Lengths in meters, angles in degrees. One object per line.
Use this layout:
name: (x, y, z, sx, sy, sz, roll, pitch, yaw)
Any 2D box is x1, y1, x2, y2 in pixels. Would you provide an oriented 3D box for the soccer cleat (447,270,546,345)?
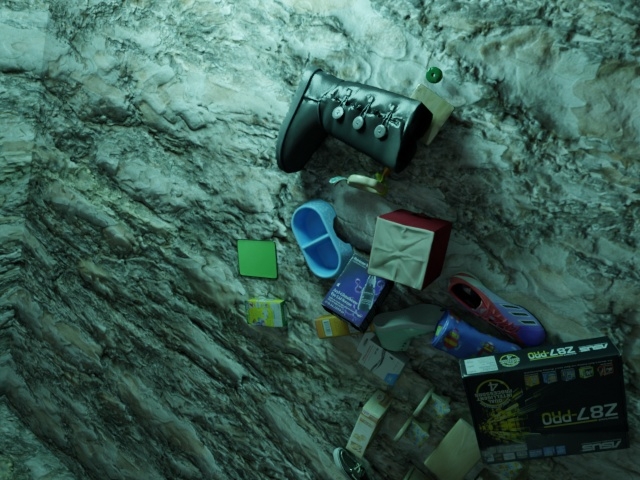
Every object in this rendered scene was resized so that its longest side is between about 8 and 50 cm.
soccer cleat: (0.510, 0.211, 1.437, 0.318, 0.116, 0.109, 39, 116, 18)

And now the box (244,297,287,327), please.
box: (-0.218, 0.283, 1.911, 0.179, 0.043, 0.105, -1, 100, 27)

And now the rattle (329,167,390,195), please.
rattle: (0.136, -0.225, 1.580, 0.199, 0.130, 0.143, 20, 106, 43)

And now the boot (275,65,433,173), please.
boot: (0.087, -0.313, 1.531, 0.445, 0.146, 0.367, 29, 112, 28)

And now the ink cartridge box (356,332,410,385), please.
ink cartridge box: (0.204, 0.403, 1.684, 0.180, 0.060, 0.104, 32, 114, 21)

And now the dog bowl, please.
dog bowl: (0.000, 0.000, 1.711, 0.166, 0.074, 0.297, -26, 87, 31)

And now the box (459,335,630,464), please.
box: (0.610, 0.445, 1.338, 0.394, 0.097, 0.318, -12, 112, 13)

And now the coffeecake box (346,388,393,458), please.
coffeecake box: (0.173, 0.638, 1.701, 0.068, 0.142, 0.186, 27, 112, 22)

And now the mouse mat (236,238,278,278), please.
mouse mat: (-0.248, 0.071, 1.906, 0.189, 0.007, 0.153, 3, 102, 30)

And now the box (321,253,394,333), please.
box: (0.126, 0.174, 1.600, 0.153, 0.108, 0.207, 28, 77, 22)

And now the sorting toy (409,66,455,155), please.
sorting toy: (0.313, -0.372, 1.472, 0.132, 0.046, 0.275, 41, 116, 16)

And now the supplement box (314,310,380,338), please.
supplement box: (0.099, 0.291, 1.712, 0.233, 0.078, 0.080, -12, 91, 30)

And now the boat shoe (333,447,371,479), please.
boat shoe: (0.134, 0.860, 1.813, 0.070, 0.078, 0.219, -37, 89, 31)

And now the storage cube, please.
storage cube: (0.274, 0.025, 1.491, 0.183, 0.193, 0.215, 18, 107, 26)

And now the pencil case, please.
pencil case: (0.475, 0.316, 1.440, 0.306, 0.133, 0.119, 26, 94, 4)

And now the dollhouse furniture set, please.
dollhouse furniture set: (0.378, 0.752, 1.542, 0.362, 0.256, 0.394, 37, 116, 18)

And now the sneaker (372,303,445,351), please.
sneaker: (0.309, 0.294, 1.602, 0.255, 0.094, 0.151, -7, 132, 12)
